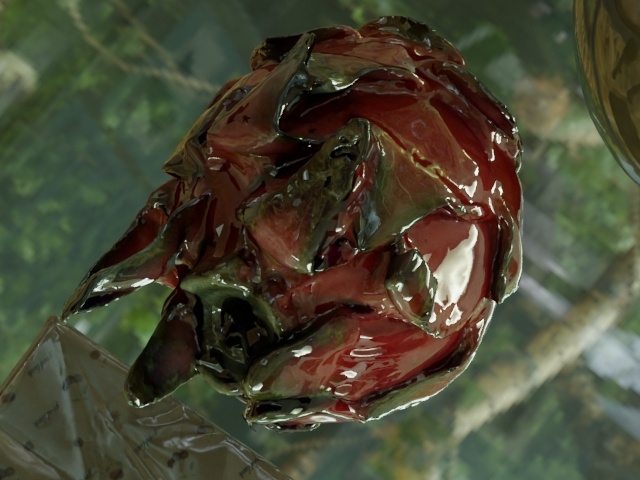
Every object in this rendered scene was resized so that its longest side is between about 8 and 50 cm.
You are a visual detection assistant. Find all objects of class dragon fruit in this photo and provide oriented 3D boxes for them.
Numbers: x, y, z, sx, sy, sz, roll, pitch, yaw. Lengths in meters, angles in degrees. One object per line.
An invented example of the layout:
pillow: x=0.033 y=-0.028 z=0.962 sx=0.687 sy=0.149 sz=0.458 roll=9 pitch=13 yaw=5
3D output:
dragon fruit: x=0.000 y=0.000 z=0.832 sx=0.192 sy=0.193 sz=0.274 roll=-9 pitch=-145 yaw=40

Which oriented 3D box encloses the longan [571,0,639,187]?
longan: x=0.307 y=-0.146 z=1.062 sx=0.319 sy=0.319 sz=0.319 roll=-51 pitch=177 yaw=-4

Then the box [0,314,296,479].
box: x=-0.185 y=0.250 z=1.505 sx=0.225 sy=0.297 sz=0.190 roll=-56 pitch=-176 yaw=-20
